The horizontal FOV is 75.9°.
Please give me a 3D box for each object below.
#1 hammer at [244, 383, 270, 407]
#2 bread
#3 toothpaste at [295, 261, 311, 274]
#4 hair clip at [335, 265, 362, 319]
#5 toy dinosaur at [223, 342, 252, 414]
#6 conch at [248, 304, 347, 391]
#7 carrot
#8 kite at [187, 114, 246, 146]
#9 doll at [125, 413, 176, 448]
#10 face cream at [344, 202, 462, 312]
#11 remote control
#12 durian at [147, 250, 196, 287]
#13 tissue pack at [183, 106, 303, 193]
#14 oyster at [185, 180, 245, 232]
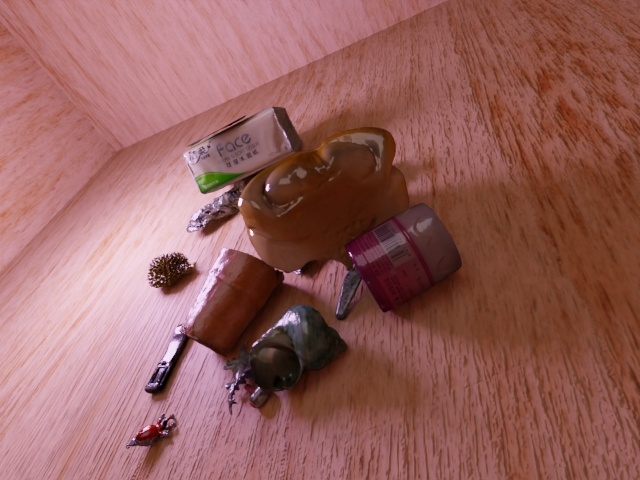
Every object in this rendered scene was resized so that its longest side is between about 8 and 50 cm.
[{"bbox_3d":[-0.146,0.332,0.902,0.052,0.031,0.083,-46,26,-25],"label":"hammer"},{"bbox_3d":[0.011,-0.098,1.031,0.424,0.245,0.328,-24,58,-5],"label":"bread"},{"bbox_3d":[0.000,0.000,1.182,0.248,0.046,0.078,-48,33,-17],"label":"toothpaste"},{"bbox_3d":[0.093,0.092,1.001,0.066,0.036,0.229,0,45,46],"label":"hair clip"},{"bbox_3d":[-0.183,0.302,0.933,0.082,0.039,0.209,-21,25,10],"label":"toy dinosaur"},{"bbox_3d":[-0.048,0.226,0.875,0.188,0.122,0.175,-15,59,26],"label":"conch"},{"bbox_3d":[-0.232,0.166,1.073,0.196,0.196,0.254,5,60,41],"label":"carrot"},{"bbox_3d":[-0.390,-0.424,1.582,0.315,0.011,0.335,-14,23,36],"label":"kite"},{"bbox_3d":[-0.387,0.441,0.941,0.114,0.039,0.057,-27,66,-15],"label":"doll"},{"bbox_3d":[0.175,0.036,0.885,0.195,0.175,0.175,-29,35,4],"label":"face cream"},{"bbox_3d":[-0.409,0.315,1.119,0.059,0.028,0.212,-14,39,26],"label":"remote control"},{"bbox_3d":[-0.516,0.096,1.412,0.208,0.102,0.146,-10,34,23],"label":"durian"},{"bbox_3d":[-0.301,-0.374,1.671,0.405,0.205,0.331,-22,14,10],"label":"tissue pack"},{"bbox_3d":[-0.408,-0.117,1.606,0.252,0.087,0.199,-23,26,22],"label":"oyster"}]
